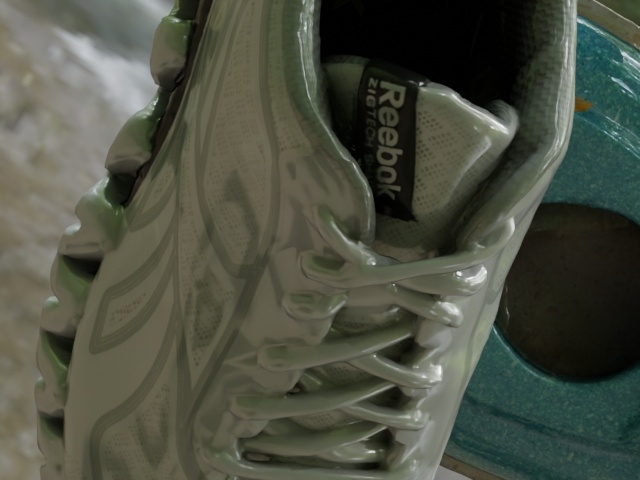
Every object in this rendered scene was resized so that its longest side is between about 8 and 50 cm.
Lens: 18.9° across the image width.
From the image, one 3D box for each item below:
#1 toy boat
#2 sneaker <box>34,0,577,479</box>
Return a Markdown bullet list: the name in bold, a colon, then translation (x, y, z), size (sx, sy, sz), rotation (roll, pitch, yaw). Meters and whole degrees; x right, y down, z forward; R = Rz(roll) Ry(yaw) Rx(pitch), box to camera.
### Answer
- **toy boat**: translation (0.098, -0.059, 0.729), size (0.267, 0.318, 0.148), rotation (27, 9, 1)
- **sneaker**: translation (0.000, 0.000, 0.464), size (0.110, 0.292, 0.118), rotation (4, 18, -21)
